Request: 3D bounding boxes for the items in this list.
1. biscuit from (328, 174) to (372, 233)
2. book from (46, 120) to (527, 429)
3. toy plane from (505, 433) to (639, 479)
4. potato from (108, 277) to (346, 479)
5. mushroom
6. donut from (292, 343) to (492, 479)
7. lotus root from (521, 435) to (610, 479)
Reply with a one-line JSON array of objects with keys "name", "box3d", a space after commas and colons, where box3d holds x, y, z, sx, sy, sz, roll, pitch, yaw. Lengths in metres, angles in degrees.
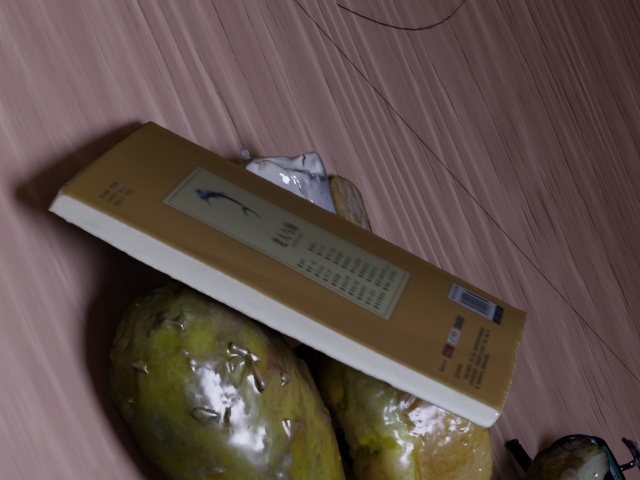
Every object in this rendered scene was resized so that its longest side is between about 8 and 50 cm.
[{"name": "biscuit", "box3d": [0.037, -0.002, 2.006, 0.071, 0.018, 0.147, 14, 59, -57]}, {"name": "book", "box3d": [-0.013, 0.019, 1.567, 0.388, 0.032, 0.269, 27, 19, 4]}, {"name": "toy plane", "box3d": [0.347, 0.373, 2.234, 0.155, 0.106, 0.382, -37, 104, -58]}, {"name": "potato", "box3d": [-0.062, 0.155, 1.541, 0.298, 0.141, 0.176, 51, 35, -31]}, {"name": "mushroom", "box3d": [-0.001, 0.001, 1.852, 0.278, 0.099, 0.096, 50, 44, -42]}, {"name": "donut", "box3d": [0.060, 0.167, 1.682, 0.209, 0.128, 0.261, 68, -13, -1]}, {"name": "lotus root", "box3d": [0.268, 0.383, 2.029, 0.142, 0.210, 0.314, -17, 79, -20]}]
